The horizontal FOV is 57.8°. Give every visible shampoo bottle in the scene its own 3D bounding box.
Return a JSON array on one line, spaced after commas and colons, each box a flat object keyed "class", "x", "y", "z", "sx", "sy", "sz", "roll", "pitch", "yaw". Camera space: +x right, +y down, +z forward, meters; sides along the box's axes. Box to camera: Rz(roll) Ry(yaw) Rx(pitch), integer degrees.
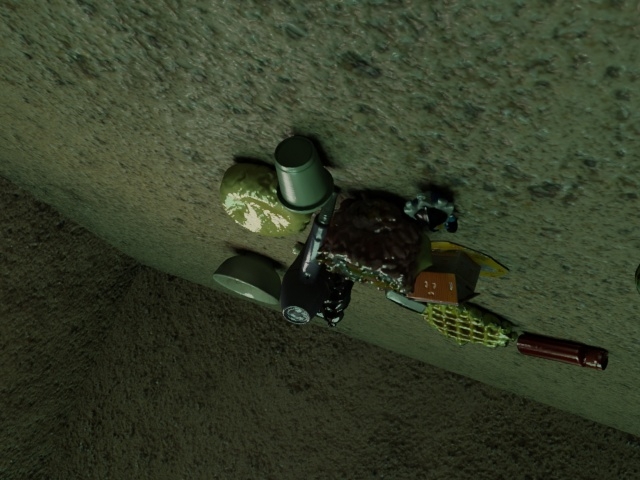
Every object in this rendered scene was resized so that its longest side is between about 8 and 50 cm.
[{"class": "shampoo bottle", "x": 0.762, "y": 0.353, "z": 1.828, "sx": 0.260, "sy": 0.064, "sz": 0.102, "roll": 5, "pitch": 158, "yaw": 46}]

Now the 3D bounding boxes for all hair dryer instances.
[{"class": "hair dryer", "x": 0.000, "y": 0.000, "z": 1.412, "sx": 0.121, "sy": 0.301, "sz": 0.361, "roll": 18, "pitch": 137, "yaw": -1}]

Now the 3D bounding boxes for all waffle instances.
[{"class": "waffle", "x": 0.473, "y": 0.268, "z": 1.921, "sx": 0.317, "sy": 0.073, "sz": 0.297, "roll": 33, "pitch": 157, "yaw": -17}]

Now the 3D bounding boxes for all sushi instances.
[{"class": "sushi", "x": 0.137, "y": 0.017, "z": 1.297, "sx": 0.236, "sy": 0.171, "sz": 0.270, "roll": 14, "pitch": 166, "yaw": 25}]

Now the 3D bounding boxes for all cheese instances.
[{"class": "cheese", "x": -0.123, "y": -0.093, "z": 1.373, "sx": 0.214, "sy": 0.117, "sz": 0.226, "roll": 9, "pitch": 158, "yaw": 20}]

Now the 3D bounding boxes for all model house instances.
[{"class": "model house", "x": 0.321, "y": 0.104, "z": 1.410, "sx": 0.219, "sy": 0.136, "sz": 0.207, "roll": 4, "pitch": 156, "yaw": 47}]

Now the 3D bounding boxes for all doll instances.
[{"class": "doll", "x": 0.219, "y": -0.054, "z": 1.126, "sx": 0.096, "sy": 0.070, "sz": 0.195, "roll": -3, "pitch": 163, "yaw": 24}]

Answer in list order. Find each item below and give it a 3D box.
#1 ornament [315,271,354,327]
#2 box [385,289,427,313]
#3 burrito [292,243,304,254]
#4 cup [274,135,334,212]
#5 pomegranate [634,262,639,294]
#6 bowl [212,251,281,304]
[{"class": "ornament", "x": 0.068, "y": 0.129, "z": 1.660, "sx": 0.106, "sy": 0.251, "sz": 0.260, "roll": 24, "pitch": 172, "yaw": -10}, {"class": "box", "x": 0.223, "y": 0.110, "z": 1.543, "sx": 0.115, "sy": 0.177, "sz": 0.036, "roll": 26, "pitch": 121, "yaw": -11}, {"class": "burrito", "x": -0.006, "y": 0.060, "z": 1.880, "sx": 0.188, "sy": 0.045, "sz": 0.058, "roll": 21, "pitch": 172, "yaw": -8}, {"class": "cup", "x": -0.041, "y": -0.131, "z": 1.135, "sx": 0.120, "sy": 0.120, "sz": 0.141, "roll": 15, "pitch": 155, "yaw": 22}, {"class": "pomegranate", "x": 0.590, "y": 0.084, "z": 0.969, "sx": 0.122, "sy": 0.122, "sz": 0.162, "roll": 12, "pitch": 123, "yaw": 31}, {"class": "bowl", "x": -0.272, "y": 0.136, "z": 2.322, "sx": 0.289, "sy": 0.146, "sz": 0.289, "roll": 20, "pitch": 164, "yaw": 6}]
